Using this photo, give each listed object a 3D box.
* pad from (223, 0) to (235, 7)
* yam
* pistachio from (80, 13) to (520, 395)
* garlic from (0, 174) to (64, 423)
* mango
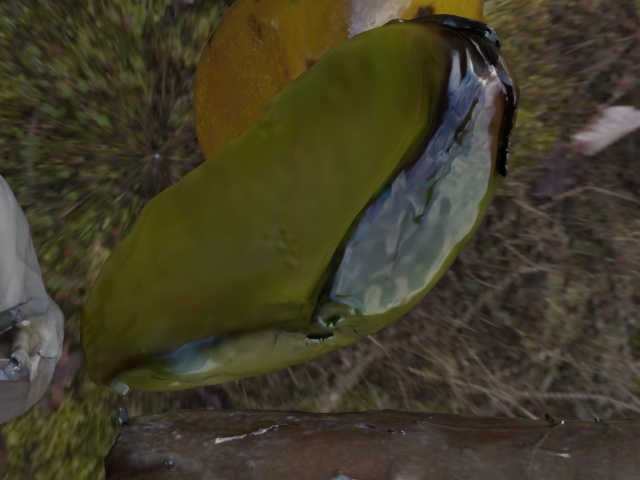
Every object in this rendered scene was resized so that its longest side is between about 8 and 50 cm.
[{"bbox_3d":[0.009,-0.222,1.319,0.245,0.170,0.006,-6,67,25],"label":"pad"},{"bbox_3d":[0.033,0.068,0.324,0.141,0.079,0.079,0,93,7],"label":"yam"},{"bbox_3d":[0.000,0.000,0.587,0.173,0.089,0.049,-38,139,15],"label":"pistachio"},{"bbox_3d":[-0.200,0.001,0.732,0.178,0.229,0.143,-13,63,25],"label":"garlic"},{"bbox_3d":[0.019,-0.135,1.220,0.191,0.290,0.160,-30,72,-26],"label":"mango"}]
